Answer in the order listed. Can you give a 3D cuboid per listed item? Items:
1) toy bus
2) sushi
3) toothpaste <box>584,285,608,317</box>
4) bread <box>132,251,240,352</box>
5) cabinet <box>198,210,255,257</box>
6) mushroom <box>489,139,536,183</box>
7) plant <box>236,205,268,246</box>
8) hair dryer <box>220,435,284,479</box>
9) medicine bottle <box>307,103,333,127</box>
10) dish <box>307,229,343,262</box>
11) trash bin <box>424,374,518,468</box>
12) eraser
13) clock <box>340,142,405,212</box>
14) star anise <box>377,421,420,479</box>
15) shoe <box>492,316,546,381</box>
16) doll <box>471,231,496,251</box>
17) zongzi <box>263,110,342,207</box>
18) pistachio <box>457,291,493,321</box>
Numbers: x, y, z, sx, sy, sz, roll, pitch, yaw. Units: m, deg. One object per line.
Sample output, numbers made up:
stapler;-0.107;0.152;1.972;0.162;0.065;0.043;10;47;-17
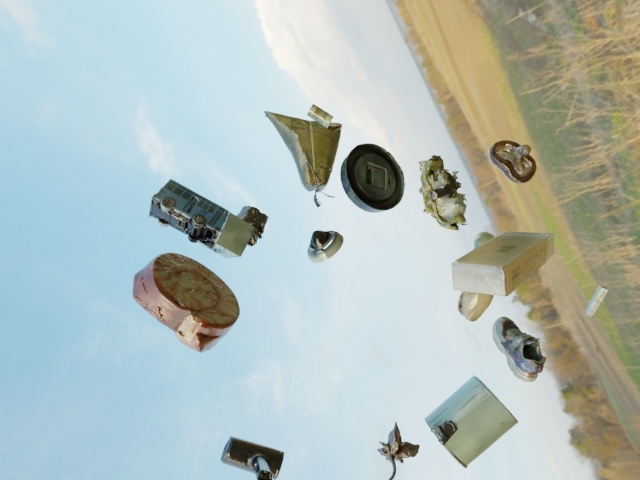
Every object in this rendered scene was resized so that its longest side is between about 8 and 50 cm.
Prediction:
toy bus;-0.421;-0.087;1.326;0.234;0.116;0.133;29;-133;-7
sushi;0.432;-0.171;1.450;0.139;0.131;0.290;-2;-104;-44
toothpaste;0.696;0.154;1.024;0.020;0.017;0.083;-31;-40;-64
bread;-0.413;0.179;1.278;0.328;0.114;0.295;40;-165;-6
cabinet;-0.416;-0.017;1.767;0.145;0.206;0.150;33;-111;-26
mushroom;0.840;-0.372;1.739;0.227;0.148;0.217;46;180;19
plant;-0.419;-0.080;2.345;0.178;0.204;0.233;40;-110;-33
hair dryer;-0.194;0.690;1.253;0.197;0.251;0.089;25;-111;-11
medicine bottle;-0.001;-0.430;1.396;0.083;0.047;0.047;30;-151;-5
dish;0.000;0.000;1.371;0.078;0.141;0.141;53;-155;-28
trash bin;0.567;0.681;1.535;0.217;0.263;0.277;49;-178;40
eraser;0.497;0.050;1.082;0.344;0.144;0.078;-21;-73;-41
clock;0.236;-0.280;1.830;0.326;0.067;0.324;9;-109;-27
star anise;0.220;0.728;1.310;0.227;0.219;0.148;-69;-28;-71
shoe;0.660;0.342;1.339;0.125;0.100;0.227;98;160;-52
doll;0.587;0.018;1.422;0.104;0.071;0.214;34;-150;16
zongzi;-0.111;-0.385;1.931;0.181;0.419;0.446;125;158;-77
pistachio;0.719;0.266;1.880;0.144;0.214;0.144;23;-173;-3
